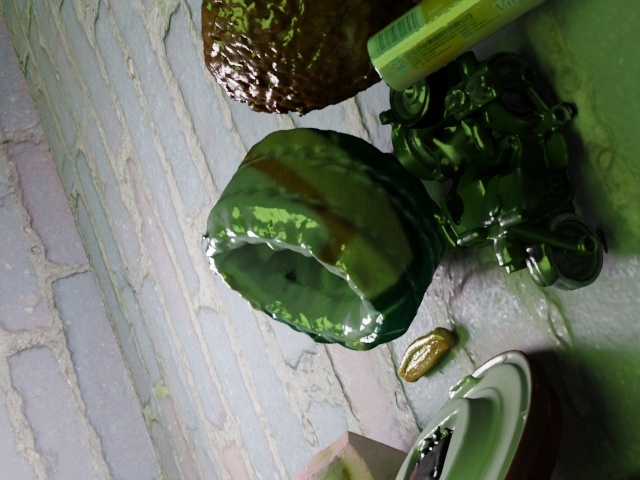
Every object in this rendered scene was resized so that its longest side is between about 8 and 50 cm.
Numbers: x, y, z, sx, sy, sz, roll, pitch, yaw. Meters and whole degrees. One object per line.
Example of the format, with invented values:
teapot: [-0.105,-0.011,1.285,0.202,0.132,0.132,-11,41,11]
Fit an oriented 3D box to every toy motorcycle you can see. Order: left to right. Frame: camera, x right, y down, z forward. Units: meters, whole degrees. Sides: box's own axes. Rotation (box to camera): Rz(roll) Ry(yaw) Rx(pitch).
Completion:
toy motorcycle: [0.161,-0.067,0.845,0.205,0.127,0.275,-30,75,59]

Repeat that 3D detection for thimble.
thimble: [0.000,0.000,1.012,0.288,0.167,0.254,11,145,34]

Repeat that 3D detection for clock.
clock: [0.138,0.256,0.898,0.080,0.318,0.318,34,147,-3]

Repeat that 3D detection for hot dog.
hot dog: [0.137,0.148,1.105,0.044,0.028,0.137,39,146,9]

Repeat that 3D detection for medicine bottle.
medicine bottle: [0.144,-0.214,0.748,0.218,0.074,0.074,-29,78,32]

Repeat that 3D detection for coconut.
coconut: [0.059,0.397,1.174,0.233,0.245,0.233,48,-173,-8]

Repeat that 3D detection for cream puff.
cream puff: [0.009,-0.271,0.887,0.212,0.303,0.303,24,133,14]

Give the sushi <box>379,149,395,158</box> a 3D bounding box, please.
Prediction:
sushi: [0.069,-0.066,1.084,0.061,0.060,0.118,26,129,49]
